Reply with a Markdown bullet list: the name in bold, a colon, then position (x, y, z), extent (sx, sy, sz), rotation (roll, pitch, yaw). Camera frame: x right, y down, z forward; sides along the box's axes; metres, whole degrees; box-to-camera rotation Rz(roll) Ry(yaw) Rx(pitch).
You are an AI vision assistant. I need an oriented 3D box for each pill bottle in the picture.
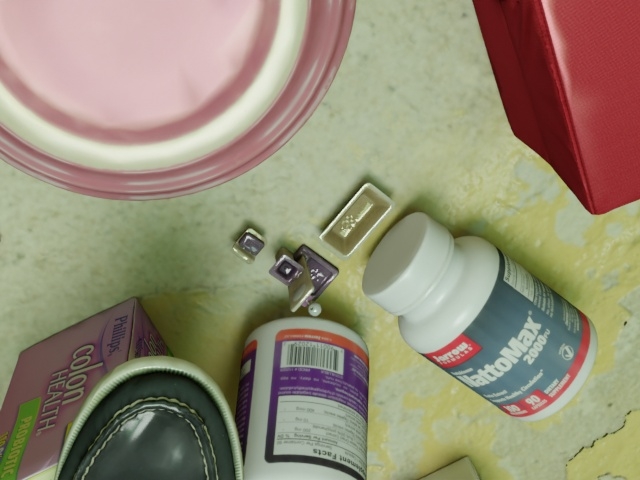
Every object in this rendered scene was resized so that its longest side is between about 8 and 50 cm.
- **pill bottle**: position (-0.016, 0.167, 0.770), extent (0.108, 0.193, 0.108), rotation (3, 143, 2)
- **pill bottle**: position (0.127, 0.060, 0.801), extent (0.180, 0.108, 0.108), rotation (35, 105, -18)

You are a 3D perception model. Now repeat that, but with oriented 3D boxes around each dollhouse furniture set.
- **dollhouse furniture set**: position (0.000, 0.000, 0.774), extent (0.091, 0.081, 0.114), rotation (37, 104, -19)

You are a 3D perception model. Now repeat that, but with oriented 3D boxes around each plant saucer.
- **plant saucer**: position (-0.135, -0.177, 0.685), extent (0.332, 0.084, 0.332), rotation (-2, 112, -6)

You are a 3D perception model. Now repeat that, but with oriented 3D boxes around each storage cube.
- **storage cube**: position (0.218, -0.161, 0.679), extent (0.215, 0.184, 0.193), rotation (-22, 115, 2)

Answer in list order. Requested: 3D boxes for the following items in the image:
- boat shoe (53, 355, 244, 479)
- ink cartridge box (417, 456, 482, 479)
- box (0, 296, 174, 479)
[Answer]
- **boat shoe**: position (-0.123, 0.240, 0.609), extent (0.127, 0.113, 0.340), rotation (15, 109, -13)
- **ink cartridge box**: position (0.128, 0.278, 0.901), extent (0.092, 0.090, 0.143), rotation (-28, 112, 5)
- **box**: position (-0.141, 0.208, 0.772), extent (0.117, 0.213, 0.243), rotation (-25, 113, 4)
